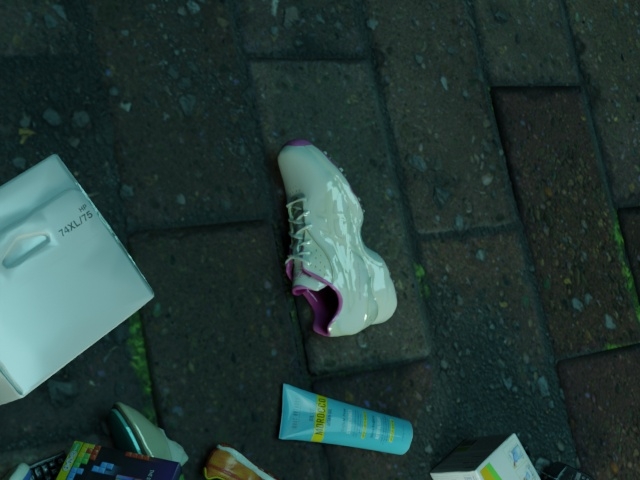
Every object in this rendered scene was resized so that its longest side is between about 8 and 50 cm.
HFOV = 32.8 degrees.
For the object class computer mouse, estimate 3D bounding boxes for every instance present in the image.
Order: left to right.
[{"bbox_3d":[0.362,0.383,1.782,0.242,0.041,0.071,29,79,-18],"label":"computer mouse"}]

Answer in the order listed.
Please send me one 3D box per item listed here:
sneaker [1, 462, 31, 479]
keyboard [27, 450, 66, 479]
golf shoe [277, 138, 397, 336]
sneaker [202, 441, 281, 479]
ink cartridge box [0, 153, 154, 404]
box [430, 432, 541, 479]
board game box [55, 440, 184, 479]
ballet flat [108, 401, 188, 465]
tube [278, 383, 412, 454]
[{"bbox_3d":[-0.364,0.348,1.291,0.084,0.058,0.152,32,66,-16],"label":"sneaker"},{"bbox_3d":[-0.308,0.354,1.350,0.108,0.023,0.180,-19,88,-36],"label":"keyboard"},{"bbox_3d":[0.000,0.000,1.603,0.140,0.115,0.306,-27,91,-32],"label":"golf shoe"},{"bbox_3d":[-0.088,0.344,1.486,0.175,0.064,0.067,37,79,-14],"label":"sneaker"},{"bbox_3d":[-0.365,0.062,1.243,0.198,0.270,0.197,-39,99,-34],"label":"ink cartridge box"},{"bbox_3d":[0.280,0.411,1.668,0.103,0.114,0.203,-33,97,-35],"label":"box"},{"bbox_3d":[-0.255,0.328,1.276,0.141,0.048,0.170,8,46,12],"label":"board game box"},{"bbox_3d":[-0.200,0.314,1.399,0.086,0.086,0.248,-21,98,-36],"label":"ballet flat"},{"bbox_3d":[0.034,0.269,1.590,0.207,0.052,0.080,16,59,-23],"label":"tube"}]
